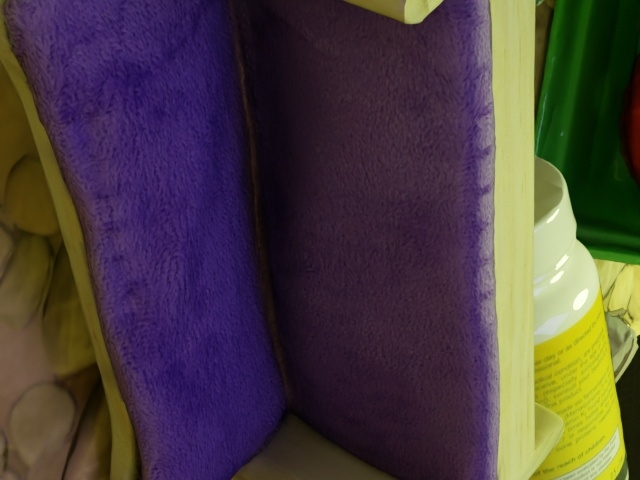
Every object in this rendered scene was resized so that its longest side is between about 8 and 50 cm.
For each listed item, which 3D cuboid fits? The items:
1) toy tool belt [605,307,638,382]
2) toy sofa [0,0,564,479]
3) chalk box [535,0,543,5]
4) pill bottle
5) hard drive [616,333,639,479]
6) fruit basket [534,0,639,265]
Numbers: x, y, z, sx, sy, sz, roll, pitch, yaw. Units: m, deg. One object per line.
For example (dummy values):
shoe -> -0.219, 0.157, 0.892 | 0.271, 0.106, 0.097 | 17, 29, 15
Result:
toy tool belt -> 0.168, 0.078, 1.162 | 0.083, 0.052, 0.051 | -50, 175, 13
toy sofa -> 0.000, 0.000, 0.755 | 0.177, 0.150, 0.362 | -45, 146, -33
chalk box -> 0.078, -0.265, 0.830 | 0.289, 0.179, 0.180 | -50, 136, -34
pill bottle -> 0.104, 0.063, 1.008 | 0.119, 0.119, 0.208 | -44, 133, -39
hard drive -> 0.265, 0.192, 1.278 | 0.255, 0.054, 0.172 | 46, 42, -43
fruit basket -> 0.271, -0.153, 1.036 | 0.392, 0.283, 0.392 | 10, 90, -70
